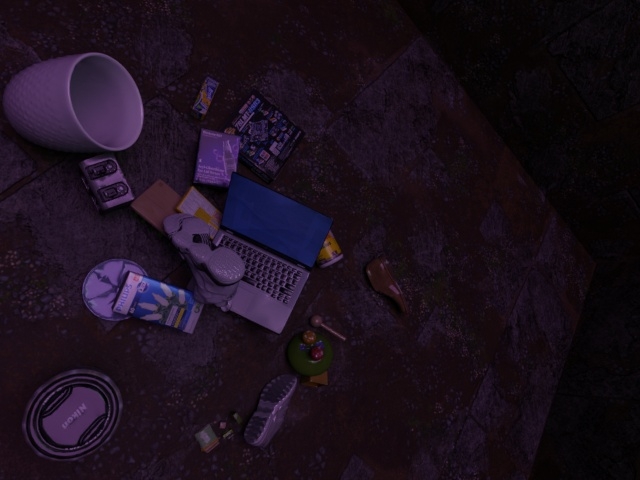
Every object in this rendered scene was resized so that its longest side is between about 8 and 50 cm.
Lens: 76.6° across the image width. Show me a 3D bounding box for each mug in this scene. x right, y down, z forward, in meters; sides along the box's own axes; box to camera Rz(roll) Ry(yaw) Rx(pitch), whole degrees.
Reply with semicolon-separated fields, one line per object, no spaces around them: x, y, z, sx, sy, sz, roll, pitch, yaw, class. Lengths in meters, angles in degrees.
-0.753;-0.419;1.275;0.374;0.328;0.276;-47;135;-64;mug

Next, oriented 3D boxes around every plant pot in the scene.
-0.021;0.523;1.591;0.081;0.081;0.083;21;57;-24;plant pot

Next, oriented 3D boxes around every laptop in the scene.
-0.220;0.053;1.401;0.382;0.236;0.408;25;74;2;laptop

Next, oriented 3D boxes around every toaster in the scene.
-0.700;-0.183;1.327;0.110;0.185;0.168;-27;100;-30;toaster

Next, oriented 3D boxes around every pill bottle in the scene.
0.000;0.000;1.711;0.117;0.117;0.215;-29;93;-32;pill bottle

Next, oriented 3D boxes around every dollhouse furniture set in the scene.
-0.345;0.651;1.381;0.151;0.058;0.076;-30;93;-32;dollhouse furniture set

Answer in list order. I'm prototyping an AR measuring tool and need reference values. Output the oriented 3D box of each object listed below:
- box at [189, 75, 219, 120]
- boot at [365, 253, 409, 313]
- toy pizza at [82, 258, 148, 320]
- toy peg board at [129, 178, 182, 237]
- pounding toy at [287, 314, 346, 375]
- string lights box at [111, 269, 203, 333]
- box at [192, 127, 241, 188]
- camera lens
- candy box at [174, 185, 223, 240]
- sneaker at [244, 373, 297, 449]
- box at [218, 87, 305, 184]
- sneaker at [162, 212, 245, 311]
-0.463;-0.567;1.619;0.054;0.059;0.169;25;67;-22;box
0.307;0.220;1.865;0.115;0.112;0.305;-30;99;-2;boot
-0.667;0.161;1.332;0.201;0.032;0.201;5;79;-28;toy pizza
-0.570;-0.103;1.443;0.161;0.079;0.161;43;45;-16;toy peg board
-0.018;0.396;1.564;0.183;0.110;0.237;32;52;14;pounding toy
-0.529;0.205;1.338;0.259;0.076;0.133;25;77;-29;string lights box
-0.393;-0.301;1.525;0.153;0.108;0.207;7;91;-20;box
-0.672;0.462;1.112;0.219;0.274;0.219;8;73;-28;camera lens
-0.431;-0.093;1.492;0.206;0.027;0.105;49;54;-39;candy box
-0.174;0.622;1.486;0.281;0.105;0.115;-53;139;-33;sneaker
-0.249;-0.438;1.704;0.293;0.073;0.295;37;63;-17;box
-0.399;0.075;1.337;0.366;0.210;0.137;37;41;24;sneaker
